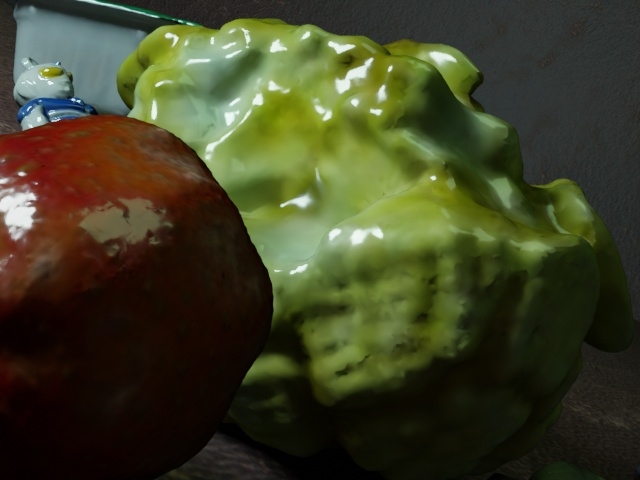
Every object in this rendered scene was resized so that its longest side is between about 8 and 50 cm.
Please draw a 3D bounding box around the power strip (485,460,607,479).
[{"bbox_3d":[0.265,0.242,0.602,0.387,0.066,0.092,30,11,-11],"label":"power strip"}]

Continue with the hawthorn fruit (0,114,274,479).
[{"bbox_3d":[-0.110,0.026,0.363,0.157,0.157,0.194,33,13,19],"label":"hawthorn fruit"}]

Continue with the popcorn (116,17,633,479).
[{"bbox_3d":[0.022,0.010,0.627,0.292,0.293,0.334,69,-5,-53],"label":"popcorn"}]

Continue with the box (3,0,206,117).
[{"bbox_3d":[-0.207,-0.170,1.047,0.264,0.106,0.337,14,-2,13],"label":"box"}]

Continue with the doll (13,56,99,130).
[{"bbox_3d":[-0.209,-0.085,0.805,0.227,0.057,0.114,50,23,23],"label":"doll"}]

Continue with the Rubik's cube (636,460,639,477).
[{"bbox_3d":[0.550,0.190,0.963,0.301,0.304,0.305,35,13,28],"label":"Rubik's cube"}]

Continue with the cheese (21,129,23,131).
[{"bbox_3d":[-0.232,-0.094,0.922,0.092,0.047,0.171,36,12,36],"label":"cheese"}]
